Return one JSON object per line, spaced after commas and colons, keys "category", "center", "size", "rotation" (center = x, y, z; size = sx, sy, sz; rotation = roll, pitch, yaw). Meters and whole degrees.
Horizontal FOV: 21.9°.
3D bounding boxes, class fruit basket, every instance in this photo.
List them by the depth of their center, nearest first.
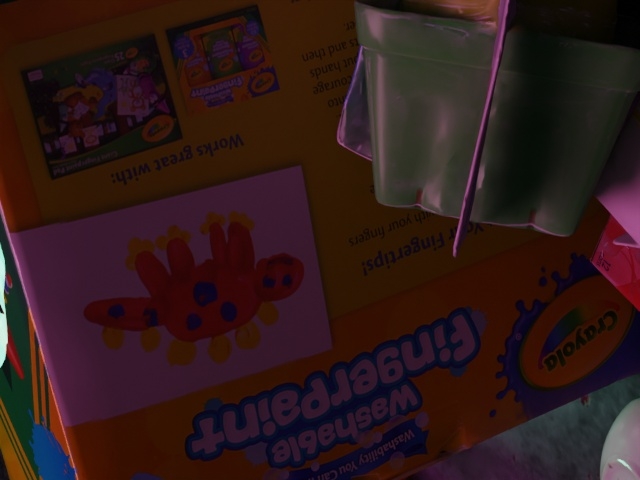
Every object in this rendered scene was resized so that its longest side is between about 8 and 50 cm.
{"category": "fruit basket", "center": [0.105, -0.192, 0.907], "size": [0.327, 0.165, 0.353], "rotation": [-53, -34, -74]}

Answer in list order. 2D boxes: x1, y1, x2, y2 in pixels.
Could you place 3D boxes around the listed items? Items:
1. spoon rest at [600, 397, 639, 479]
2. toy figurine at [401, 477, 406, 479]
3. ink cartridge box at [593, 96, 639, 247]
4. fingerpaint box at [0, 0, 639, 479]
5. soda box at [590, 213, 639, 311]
{"category": "spoon rest", "center": [0.281, 0.216, 1.151], "size": [0.276, 0.084, 0.137], "rotation": [-126, 31, -52]}
{"category": "toy figurine", "center": [-0.038, 0.233, 1.593], "size": [0.362, 0.191, 0.217], "rotation": [26, 134, 54]}
{"category": "ink cartridge box", "center": [0.220, -0.043, 0.880], "size": [0.090, 0.092, 0.143], "rotation": [52, 148, 25]}
{"category": "fingerpaint box", "center": [-0.019, -0.021, 1.114], "size": [0.163, 0.444, 0.371], "rotation": [6, 114, 60]}
{"category": "soda box", "center": [0.254, -0.058, 0.992], "size": [0.092, 0.083, 0.263], "rotation": [48, 146, 29]}
